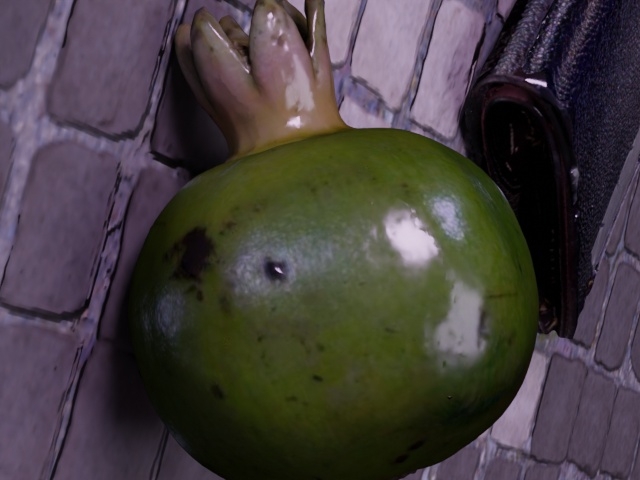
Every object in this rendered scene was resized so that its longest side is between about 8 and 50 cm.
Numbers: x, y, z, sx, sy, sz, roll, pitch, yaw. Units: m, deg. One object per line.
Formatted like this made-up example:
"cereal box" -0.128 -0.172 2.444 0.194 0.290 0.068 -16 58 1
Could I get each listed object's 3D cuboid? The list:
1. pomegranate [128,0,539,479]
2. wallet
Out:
"pomegranate" -0.002 0.001 0.852 0.187 0.187 0.225 -15 90 -60
"wallet" 0.169 -0.093 1.245 0.262 0.071 0.221 72 35 -50
